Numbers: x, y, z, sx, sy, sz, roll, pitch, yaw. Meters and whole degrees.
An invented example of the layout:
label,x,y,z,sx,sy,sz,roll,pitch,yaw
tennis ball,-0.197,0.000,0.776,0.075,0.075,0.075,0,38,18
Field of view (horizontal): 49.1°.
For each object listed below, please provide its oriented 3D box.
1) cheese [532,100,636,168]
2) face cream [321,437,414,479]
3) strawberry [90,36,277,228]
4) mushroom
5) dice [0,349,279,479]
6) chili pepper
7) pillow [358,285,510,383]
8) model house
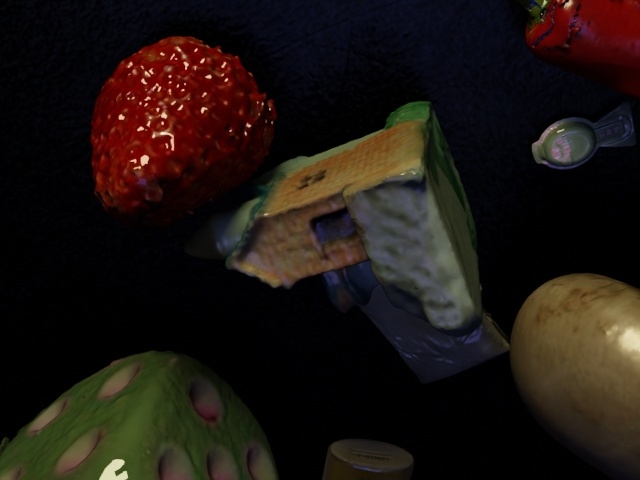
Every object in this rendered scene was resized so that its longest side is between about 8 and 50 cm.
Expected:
label,x,y,z,sx,sy,sz,roll,pitch,yaw
cheese,0.318,-0.122,0.847,0.120,0.026,0.067,-17,118,12
face cream,0.062,0.454,1.165,0.139,0.067,0.285,9,120,0
strawberry,-0.160,-0.100,0.756,0.205,0.244,0.205,2,122,4
mushroom,0.417,0.154,0.837,0.362,0.362,0.295,33,86,-15
dice,-0.261,0.372,0.987,0.322,0.330,0.318,-27,111,17
chili pepper,0.335,-0.211,0.754,0.387,0.110,0.110,20,119,-12
pillow,0.145,0.099,0.970,0.148,0.050,0.230,-34,110,15
model house,0.000,0.000,0.803,0.325,0.267,0.194,-16,112,18
